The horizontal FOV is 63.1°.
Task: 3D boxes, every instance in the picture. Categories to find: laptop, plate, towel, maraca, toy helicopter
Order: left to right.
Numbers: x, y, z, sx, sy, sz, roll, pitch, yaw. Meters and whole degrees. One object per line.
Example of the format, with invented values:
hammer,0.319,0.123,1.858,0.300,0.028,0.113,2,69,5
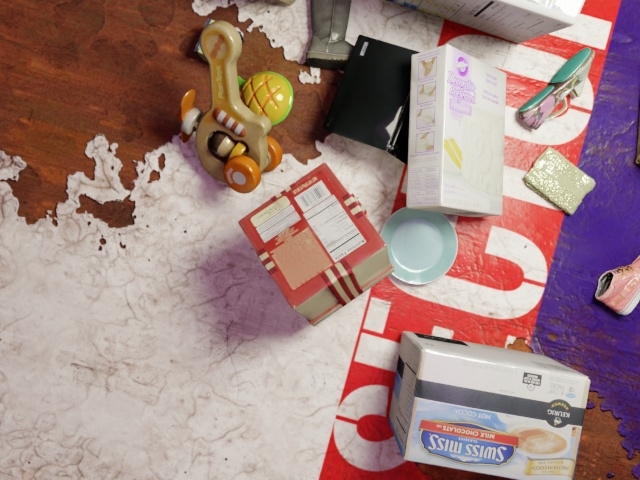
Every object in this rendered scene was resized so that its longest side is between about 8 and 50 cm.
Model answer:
toy helicopter,-0.216,-0.285,1.118,0.234,0.140,0.355,15,129,17
maraca,-0.146,-0.326,1.203,0.185,0.099,0.127,9,90,25
laptop,0.176,-0.304,1.207,0.264,0.136,0.235,23,89,-42
plate,0.230,0.010,1.234,0.188,0.024,0.188,0,89,0
towel,0.568,-0.141,1.240,0.148,0.027,0.110,38,89,0

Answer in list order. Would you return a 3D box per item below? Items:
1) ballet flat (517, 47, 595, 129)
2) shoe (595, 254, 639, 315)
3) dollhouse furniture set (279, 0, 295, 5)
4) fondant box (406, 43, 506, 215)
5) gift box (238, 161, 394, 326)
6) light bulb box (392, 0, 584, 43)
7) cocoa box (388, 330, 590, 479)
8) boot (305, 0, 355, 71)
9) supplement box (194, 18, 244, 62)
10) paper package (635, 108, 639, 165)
ballet flat,0.565,-0.349,1.229,0.221,0.077,0.079,-45,108,3
shoe,0.720,0.081,1.218,0.081,0.063,0.178,30,93,-5
dollhouse furniture set,-0.039,-0.748,1.085,0.394,0.362,0.257,-36,83,26
fondant box,0.303,-0.225,1.143,0.238,0.096,0.331,3,87,-42
gift box,0.000,0.000,1.122,0.255,0.258,0.277,-30,70,1
light bulb box,0.332,-0.580,1.063,0.360,0.358,0.226,18,106,-1
cocoa box,0.343,0.351,1.123,0.346,0.231,0.228,10,90,0
boot,0.057,-0.510,1.227,0.189,0.076,0.209,10,82,-3
supplement box,-0.236,-0.456,1.221,0.083,0.056,0.083,23,89,0
paper package,0.922,-0.317,1.180,0.324,0.168,0.310,4,89,0
